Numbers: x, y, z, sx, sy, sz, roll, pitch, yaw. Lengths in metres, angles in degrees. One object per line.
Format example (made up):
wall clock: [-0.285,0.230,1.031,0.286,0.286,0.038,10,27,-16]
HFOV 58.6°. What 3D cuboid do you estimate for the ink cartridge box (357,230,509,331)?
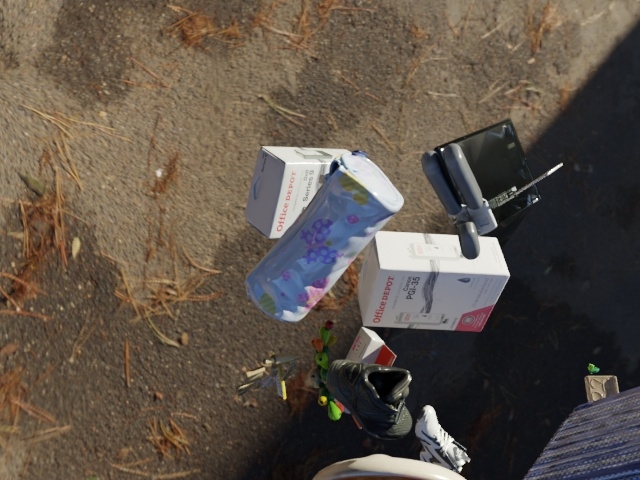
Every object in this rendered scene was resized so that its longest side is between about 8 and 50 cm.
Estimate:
ink cartridge box: [0.238,0.095,1.263,0.282,0.117,0.207,3,135,-6]

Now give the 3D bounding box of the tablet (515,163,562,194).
tablet: [0.397,-0.112,1.039,0.054,0.083,0.006,-30,84,-31]

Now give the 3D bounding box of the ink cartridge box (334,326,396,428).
ink cartridge box: [0.136,0.459,1.932,0.060,0.239,0.275,25,93,-14]

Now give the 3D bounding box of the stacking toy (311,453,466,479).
stacking toy: [0.129,0.685,1.060,0.350,0.350,0.480,39,41,-33]

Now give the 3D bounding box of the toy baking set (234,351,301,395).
toy baking set: [-0.152,0.394,1.709,0.256,0.030,0.197,1,140,-51]

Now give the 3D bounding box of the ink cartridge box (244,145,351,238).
ink cartridge box: [-0.032,-0.126,1.493,0.289,0.121,0.211,-6,121,-39]

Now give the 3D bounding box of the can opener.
can opener: [0.250,-0.062,0.993,0.074,0.093,0.280,-17,144,20]

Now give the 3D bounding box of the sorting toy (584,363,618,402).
sorting toy: [0.597,0.305,1.214,0.012,0.061,0.083,55,34,-64]

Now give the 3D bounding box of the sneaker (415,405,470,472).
sneaker: [0.376,0.611,1.721,0.094,0.153,0.235,-31,122,-47]

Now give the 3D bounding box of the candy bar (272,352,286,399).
candy bar: [-0.136,0.449,1.881,0.018,0.040,0.162,-12,96,-39]

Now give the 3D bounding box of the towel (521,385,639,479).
towel: [0.422,0.267,0.784,0.336,0.243,0.040,-11,70,-52]

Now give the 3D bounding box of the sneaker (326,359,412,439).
sneaker: [0.121,0.289,1.005,0.227,0.130,0.087,51,52,-30]

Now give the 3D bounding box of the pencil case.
pencil case: [0.000,0.000,0.844,0.124,0.114,0.273,8,129,-47]

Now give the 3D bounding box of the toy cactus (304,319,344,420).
toy cactus: [0.017,0.311,1.349,0.112,0.180,0.219,-8,71,-27]

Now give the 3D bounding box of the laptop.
laptop: [0.442,-0.094,1.678,0.381,0.236,0.408,-25,95,-38]
